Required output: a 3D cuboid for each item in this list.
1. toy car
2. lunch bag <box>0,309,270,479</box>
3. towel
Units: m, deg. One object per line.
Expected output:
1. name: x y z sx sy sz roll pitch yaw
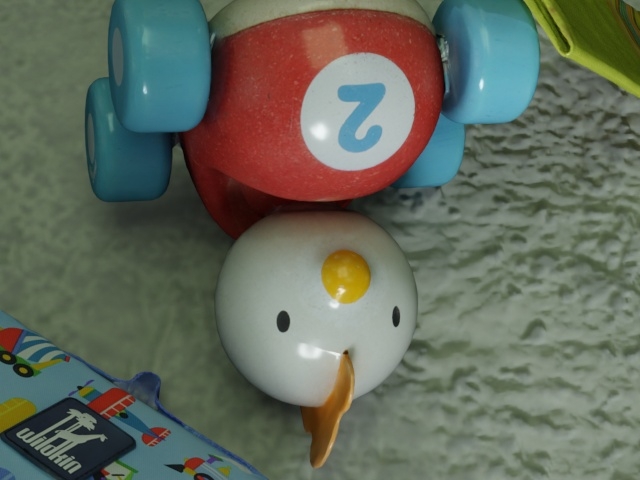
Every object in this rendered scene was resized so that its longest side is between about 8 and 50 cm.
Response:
1. toy car: 0.000 0.000 0.736 0.219 0.210 0.238 -4 74 -18
2. lunch bag: -0.156 0.152 0.655 0.221 0.138 0.293 28 34 13
3. towel: 0.175 -0.123 0.804 0.021 0.237 0.102 -40 63 23
